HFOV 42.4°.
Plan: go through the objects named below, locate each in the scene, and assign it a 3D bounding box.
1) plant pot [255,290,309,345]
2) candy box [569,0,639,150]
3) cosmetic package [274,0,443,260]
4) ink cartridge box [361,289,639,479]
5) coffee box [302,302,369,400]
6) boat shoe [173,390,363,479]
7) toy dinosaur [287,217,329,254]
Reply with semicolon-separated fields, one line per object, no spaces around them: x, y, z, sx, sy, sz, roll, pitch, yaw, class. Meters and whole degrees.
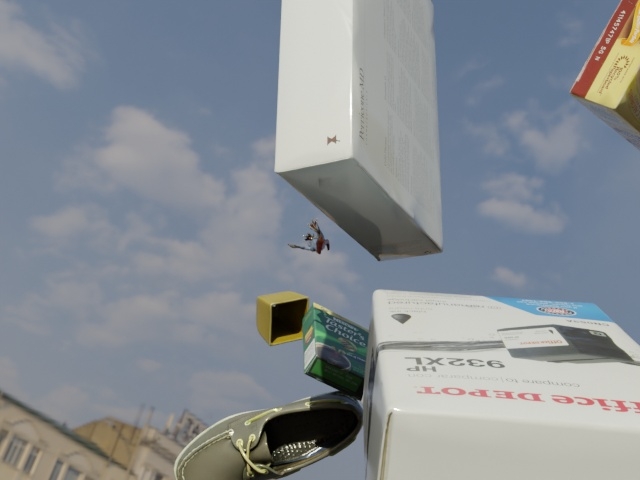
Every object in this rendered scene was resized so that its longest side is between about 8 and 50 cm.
-0.077;0.134;1.499;0.081;0.081;0.083;-8;19;-32;plant pot
0.524;-0.236;1.258;0.316;0.183;0.087;20;12;-46;candy box
0.055;-0.199;0.985;0.097;0.377;0.284;-8;-24;22;cosmetic package
0.149;0.141;0.661;0.223;0.129;0.307;4;11;1;ink cartridge box
0.029;0.167;1.249;0.113;0.184;0.040;28;-74;-10;coffee box
-0.078;0.306;1.245;0.305;0.109;0.091;-19;-4;-7;boat shoe
0.000;0.000;1.173;0.090;0.082;0.047;22;-72;-31;toy dinosaur
